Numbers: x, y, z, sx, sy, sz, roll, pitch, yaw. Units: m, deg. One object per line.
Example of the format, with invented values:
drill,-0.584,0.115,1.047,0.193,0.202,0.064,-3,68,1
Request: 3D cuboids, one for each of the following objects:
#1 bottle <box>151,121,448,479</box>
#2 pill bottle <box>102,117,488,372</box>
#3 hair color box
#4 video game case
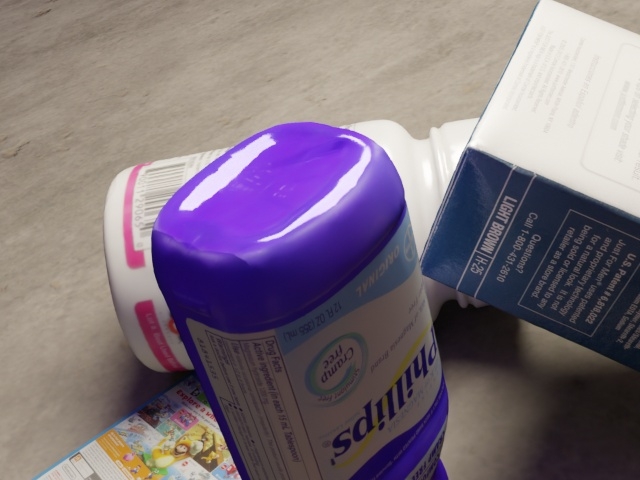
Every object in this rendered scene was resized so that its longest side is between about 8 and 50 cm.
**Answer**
bottle,0.008,0.084,0.483,0.092,0.283,0.118,17,46,38
pill bottle,0.000,0.000,0.709,0.283,0.160,0.160,-10,36,8
hair color box,0.249,0.005,0.537,0.347,0.105,0.174,24,46,8
video game case,-0.123,0.165,0.658,0.166,0.015,0.119,-33,38,-22
